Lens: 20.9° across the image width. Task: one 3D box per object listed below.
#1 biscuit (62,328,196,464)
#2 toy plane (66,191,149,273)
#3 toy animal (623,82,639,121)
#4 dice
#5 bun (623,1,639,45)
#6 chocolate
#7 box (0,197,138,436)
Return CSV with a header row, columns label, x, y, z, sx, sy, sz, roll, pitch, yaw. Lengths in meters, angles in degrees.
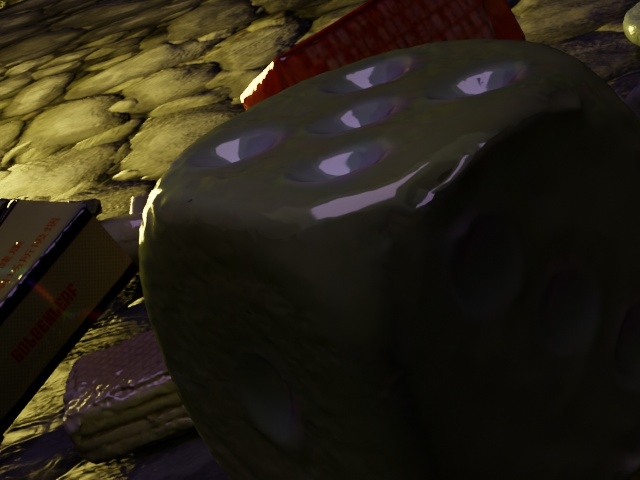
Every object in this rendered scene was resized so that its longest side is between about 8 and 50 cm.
label,x,y,z,sx,sy,sz,roll,pitch,yaw
biscuit,-0.078,0.095,1.314,0.239,0.061,0.108,-21,21,3
toy plane,-0.234,0.008,1.683,0.286,0.092,0.108,-9,1,28
toy animal,0.385,-0.083,1.129,0.368,0.196,0.241,-22,7,8
dice,0.060,0.035,1.044,0.250,0.252,0.254,-32,24,-29
bun,0.347,-0.220,1.760,0.083,0.045,0.083,-20,21,8
chocolate,0.077,-0.081,1.395,0.237,0.234,0.108,-36,11,-34
box,-0.320,0.057,1.545,0.310,0.084,0.198,5,51,52
